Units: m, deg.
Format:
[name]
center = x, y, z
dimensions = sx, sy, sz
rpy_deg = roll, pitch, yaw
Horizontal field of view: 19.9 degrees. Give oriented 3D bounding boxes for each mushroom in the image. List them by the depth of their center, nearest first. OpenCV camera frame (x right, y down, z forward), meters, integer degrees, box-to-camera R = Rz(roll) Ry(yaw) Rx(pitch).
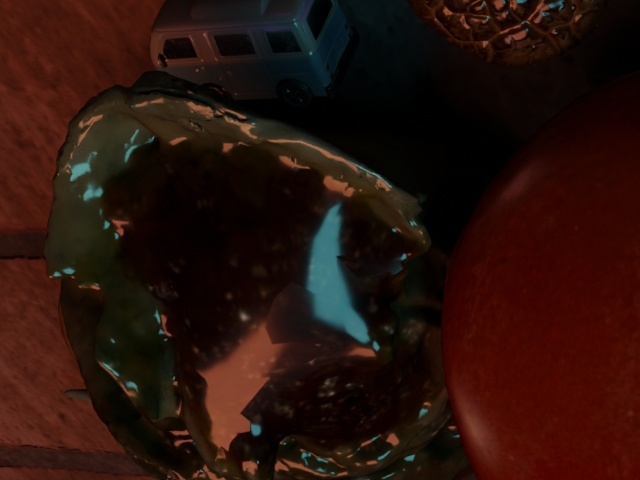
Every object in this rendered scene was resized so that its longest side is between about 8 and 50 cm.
[mushroom]
center = 0.099, -0.150, 0.982
dimensions = 0.126, 0.085, 0.109
rpy_deg = 22, 147, -10

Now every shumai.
[shumai]
center = 0.000, 0.000, 1.094
dimensions = 0.330, 0.292, 0.288
rpy_deg = -3, 142, -9

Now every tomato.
[tomato]
center = 0.234, 0.054, 1.001
dimensions = 0.293, 0.289, 0.325
rpy_deg = -14, 149, 42

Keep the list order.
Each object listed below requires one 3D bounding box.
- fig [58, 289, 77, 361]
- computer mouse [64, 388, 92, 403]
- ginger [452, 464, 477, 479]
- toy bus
[fig]
center = -0.129, 0.029, 1.318
dimensions = 0.160, 0.143, 0.230
rpy_deg = 44, 165, 40
[computer mouse]
center = -0.066, 0.155, 1.496
dimensions = 0.389, 0.115, 0.199
rpy_deg = 2, 139, 27
[ginger]
center = 0.153, 0.133, 1.285
dimensions = 0.321, 0.165, 0.172
rpy_deg = -12, 119, 27
[toy bus]
center = -0.047, -0.126, 1.126
dimensions = 0.123, 0.060, 0.075
rpy_deg = 0, 137, 27
